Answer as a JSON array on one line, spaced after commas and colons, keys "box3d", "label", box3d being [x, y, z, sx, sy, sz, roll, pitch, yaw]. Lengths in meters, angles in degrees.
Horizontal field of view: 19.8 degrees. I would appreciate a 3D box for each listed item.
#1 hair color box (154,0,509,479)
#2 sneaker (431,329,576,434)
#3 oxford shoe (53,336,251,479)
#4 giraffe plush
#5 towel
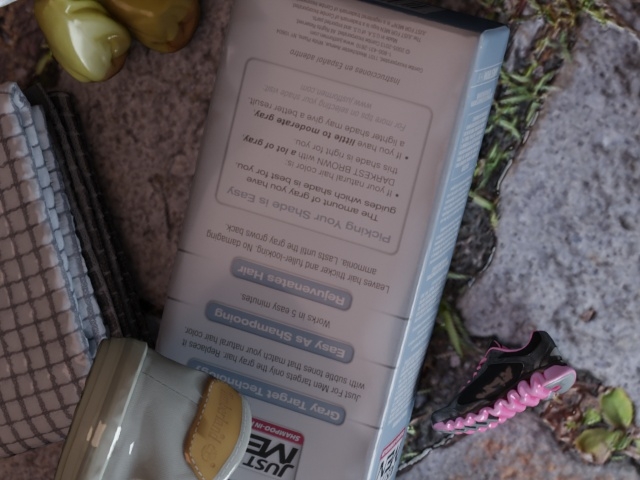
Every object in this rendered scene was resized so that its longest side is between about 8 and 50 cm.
[{"box3d": [0.000, 0.000, 1.369, 0.185, 0.113, 0.374, 17, 103, 13], "label": "hair color box"}, {"box3d": [0.134, 0.107, 1.394, 0.119, 0.047, 0.057, -28, 69, 17], "label": "sneaker"}, {"box3d": [-0.147, 0.241, 1.354, 0.130, 0.169, 0.449, 17, 137, -5], "label": "oxford shoe"}, {"box3d": [-0.206, -0.229, 1.374, 0.170, 0.210, 0.181, 36, 123, 41], "label": "giraffe plush"}, {"box3d": [-0.271, 0.031, 1.446, 0.235, 0.121, 0.284, -17, 90, 25], "label": "towel"}]
